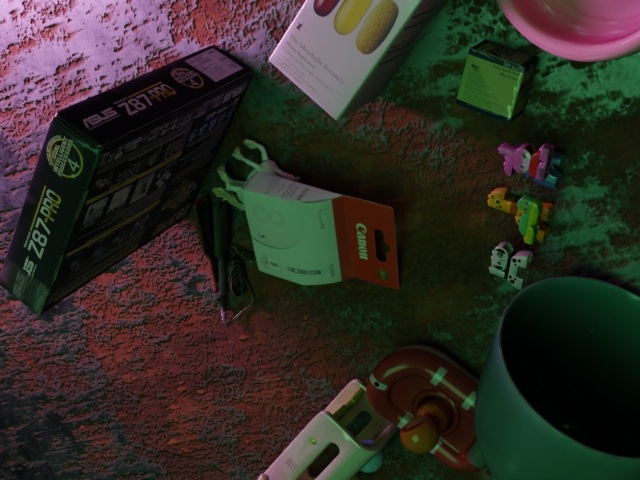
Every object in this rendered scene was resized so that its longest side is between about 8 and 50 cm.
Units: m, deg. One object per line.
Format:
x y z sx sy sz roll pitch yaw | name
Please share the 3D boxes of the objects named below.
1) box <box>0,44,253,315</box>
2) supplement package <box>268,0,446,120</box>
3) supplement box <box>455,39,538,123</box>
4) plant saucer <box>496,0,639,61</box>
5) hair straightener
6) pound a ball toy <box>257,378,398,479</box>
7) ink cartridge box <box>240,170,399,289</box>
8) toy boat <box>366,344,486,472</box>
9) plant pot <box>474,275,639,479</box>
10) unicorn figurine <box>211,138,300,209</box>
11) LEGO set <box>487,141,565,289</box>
-0.284 -0.100 1.683 0.097 0.395 0.318 34 125 11 | box
0.064 -0.310 1.543 0.139 0.134 0.244 42 126 8 | supplement package
0.240 -0.217 1.529 0.083 0.056 0.083 23 121 20 | supplement box
0.334 -0.380 1.324 0.332 0.084 0.332 20 117 44 | plant saucer
-0.156 0.039 1.883 0.089 0.047 0.230 8 115 28 | hair straightener
-0.019 0.404 1.866 0.136 0.208 0.319 43 125 8 | pound a ball toy
0.000 0.000 1.730 0.232 0.066 0.189 20 142 25 | ink cartridge box
0.169 0.273 1.730 0.231 0.151 0.151 37 125 12 | toy boat
0.345 0.235 1.540 0.293 0.293 0.235 33 138 14 | plant pot
-0.100 -0.102 1.787 0.111 0.060 0.162 43 141 -4 | unicorn figurine
0.272 -0.057 1.568 0.093 0.087 0.227 22 127 24 | LEGO set
